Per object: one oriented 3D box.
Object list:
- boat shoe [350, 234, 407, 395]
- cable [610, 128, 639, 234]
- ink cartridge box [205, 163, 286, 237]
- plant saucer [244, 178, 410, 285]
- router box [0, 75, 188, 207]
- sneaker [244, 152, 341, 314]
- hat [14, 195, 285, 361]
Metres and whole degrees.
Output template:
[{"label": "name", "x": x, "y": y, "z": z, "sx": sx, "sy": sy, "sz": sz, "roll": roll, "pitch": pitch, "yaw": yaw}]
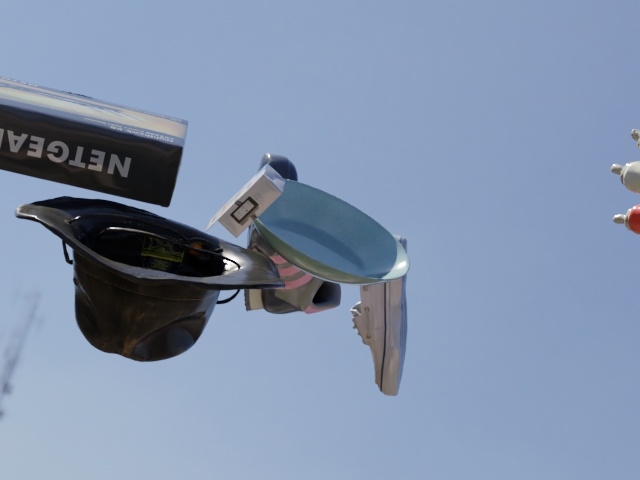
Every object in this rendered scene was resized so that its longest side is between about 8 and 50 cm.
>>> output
[{"label": "boat shoe", "x": 0.079, "y": 0.100, "z": 2.448, "sx": 0.075, "sy": 0.226, "sz": 0.083, "roll": 4, "pitch": 11, "yaw": 9}, {"label": "cable", "x": 0.393, "y": -0.035, "z": 1.803, "sx": 0.072, "sy": 0.139, "sz": 0.287, "roll": 8, "pitch": 3, "yaw": -26}, {"label": "ink cartridge box", "x": -0.074, "y": -0.034, "z": 1.771, "sx": 0.028, "sy": 0.083, "sz": 0.048, "roll": 44, "pitch": 15, "yaw": -9}, {"label": "plant saucer", "x": 0.000, "y": 0.000, "z": 1.881, "sx": 0.195, "sy": 0.037, "sz": 0.195, "roll": 23, "pitch": 23, "yaw": -10}, {"label": "router box", "x": -0.323, "y": -0.131, "z": 2.212, "sx": 0.308, "sy": 0.081, "sz": 0.243, "roll": 13, "pitch": 11, "yaw": -6}, {"label": "sneaker", "x": -0.024, "y": -0.006, "z": 2.195, "sx": 0.131, "sy": 0.112, "sz": 0.319, "roll": 6, "pitch": -26, "yaw": 0}, {"label": "hat", "x": -0.197, "y": 0.053, "z": 1.924, "sx": 0.331, "sy": 0.134, "sz": 0.331, "roll": 18, "pitch": 9, "yaw": -3}]
